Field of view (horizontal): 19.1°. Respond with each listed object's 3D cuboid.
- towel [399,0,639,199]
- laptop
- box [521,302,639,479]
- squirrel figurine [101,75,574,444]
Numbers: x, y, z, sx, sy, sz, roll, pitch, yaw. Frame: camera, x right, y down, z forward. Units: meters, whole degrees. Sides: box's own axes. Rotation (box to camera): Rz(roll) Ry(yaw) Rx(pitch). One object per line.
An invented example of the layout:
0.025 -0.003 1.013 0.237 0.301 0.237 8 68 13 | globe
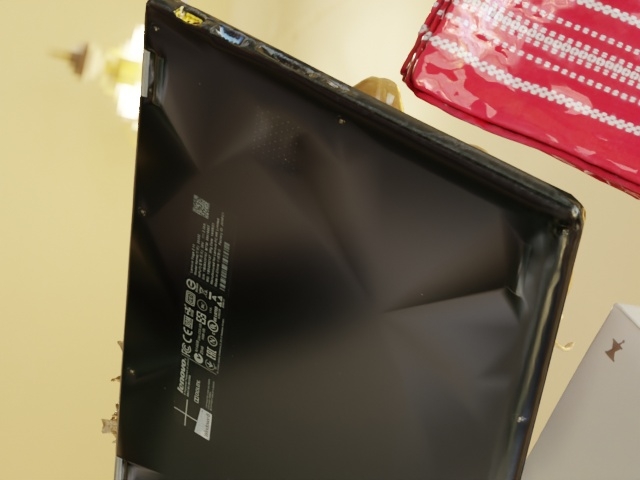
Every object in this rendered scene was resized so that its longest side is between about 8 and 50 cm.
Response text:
0.187 -0.159 1.054 0.275 0.199 0.031 -63 174 -11 | towel
0.000 0.000 1.141 0.408 0.236 0.382 28 -48 24 | laptop
0.330 0.183 1.214 0.215 0.345 0.168 53 -55 48 | box
0.029 0.101 1.572 0.397 0.281 0.370 -33 -156 5 | squirrel figurine
